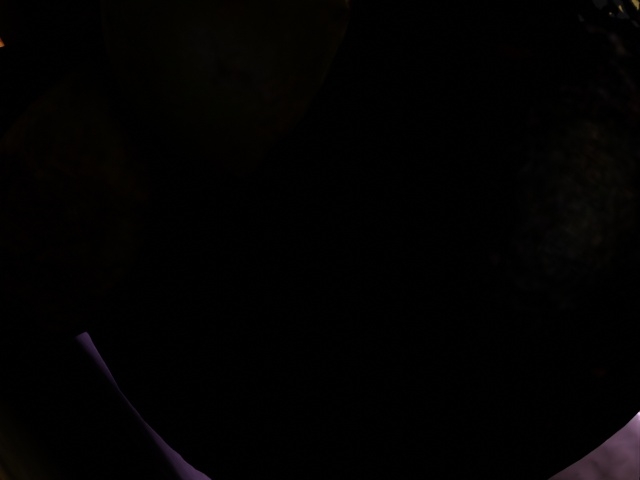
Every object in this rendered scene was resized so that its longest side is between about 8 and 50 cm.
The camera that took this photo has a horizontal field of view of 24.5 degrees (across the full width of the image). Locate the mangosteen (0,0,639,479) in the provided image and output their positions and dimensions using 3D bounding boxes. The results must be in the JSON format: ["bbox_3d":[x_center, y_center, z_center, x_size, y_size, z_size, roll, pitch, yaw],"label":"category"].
[{"bbox_3d":[0.009,-0.031,0.422,0.243,0.243,0.243,53,0,1],"label":"mangosteen"}]

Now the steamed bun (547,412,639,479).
[{"bbox_3d":[0.104,0.159,0.519,0.241,0.146,0.164,54,1,-21],"label":"steamed bun"}]

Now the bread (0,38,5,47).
[{"bbox_3d":[-0.140,-0.082,0.529,0.110,0.044,0.083,56,2,33],"label":"bread"}]
